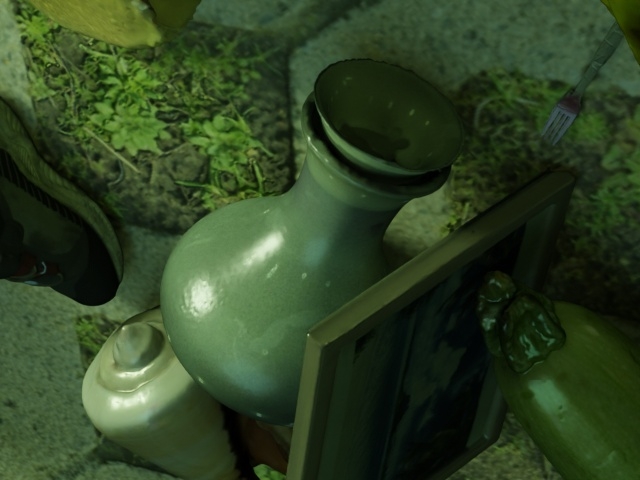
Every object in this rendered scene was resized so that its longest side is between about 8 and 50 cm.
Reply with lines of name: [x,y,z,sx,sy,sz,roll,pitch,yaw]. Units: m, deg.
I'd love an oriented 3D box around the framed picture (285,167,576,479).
framed picture: [0.066,0.104,1.355,0.024,0.232,0.315,42,148,26]

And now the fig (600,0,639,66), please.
fig: [0.253,-0.175,0.924,0.271,0.239,0.239,-14,127,19]

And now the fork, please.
fork: [0.168,-0.101,1.227,0.016,0.012,0.115,26,137,-1]

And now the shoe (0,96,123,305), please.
shoe: [-0.248,-0.015,1.501,0.099,0.112,0.227,-14,123,40]

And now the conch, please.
conch: [-0.097,0.121,1.579,0.158,0.127,0.255,-18,152,9]

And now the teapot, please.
teapot: [0.000,0.000,1.329,0.183,0.183,0.251,28,130,2]

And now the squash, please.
squash: [0.195,0.108,1.352,0.287,0.137,0.137,47,139,-18]

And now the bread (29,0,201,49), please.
bread: [-0.182,-0.186,1.229,0.167,0.163,0.264,44,140,-19]
